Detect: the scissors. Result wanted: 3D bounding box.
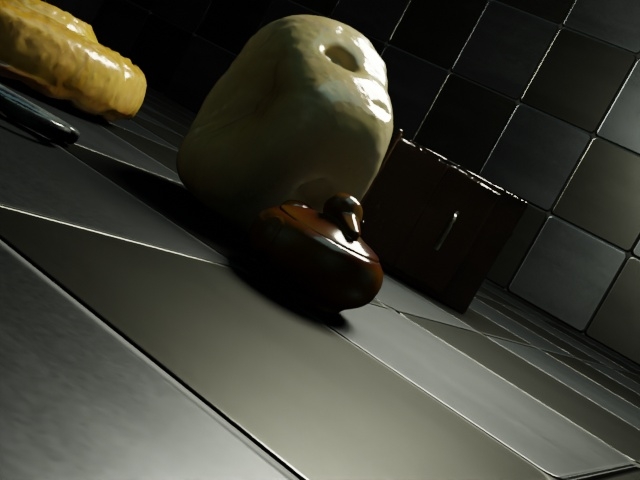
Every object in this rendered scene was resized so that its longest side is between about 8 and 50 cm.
[{"bbox_3d":[-0.329,-0.151,0.711,0.300,0.022,0.109,27,1,-5],"label":"scissors"}]

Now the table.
[{"bbox_3d":[0.148,-0.026,1.224,0.193,0.169,0.172,30,5,4],"label":"table"}]

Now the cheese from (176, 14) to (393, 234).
[{"bbox_3d":[-0.031,-0.103,0.827,0.117,0.218,0.235,30,-18,-35],"label":"cheese"}]

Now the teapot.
[{"bbox_3d":[0.000,0.000,0.652,0.098,0.078,0.129,27,5,-21],"label":"teapot"}]

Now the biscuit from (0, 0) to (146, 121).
[{"bbox_3d":[-0.344,-0.238,1.072,0.296,0.102,0.296,26,6,-3],"label":"biscuit"}]
